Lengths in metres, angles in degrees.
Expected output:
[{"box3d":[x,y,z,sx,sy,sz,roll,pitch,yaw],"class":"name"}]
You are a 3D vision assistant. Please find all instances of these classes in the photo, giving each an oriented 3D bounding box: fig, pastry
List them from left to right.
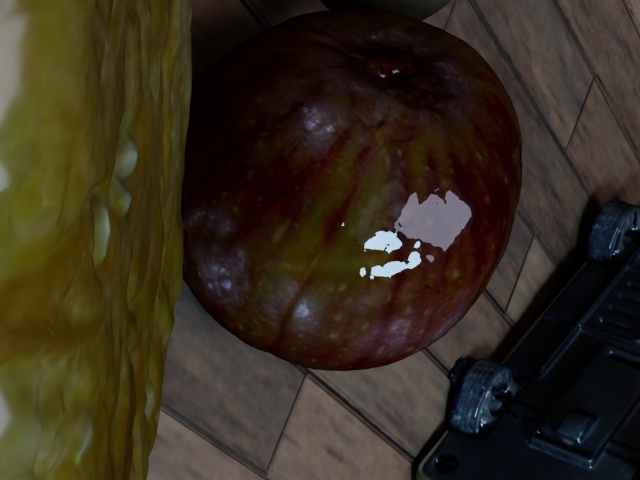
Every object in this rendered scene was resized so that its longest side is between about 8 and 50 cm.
[{"box3d":[-0.141,-0.019,0.556,0.284,0.184,0.315,-75,169,-64],"class":"pastry"},{"box3d":[-0.002,-0.001,0.896,0.175,0.175,0.207,-30,155,-54],"class":"fig"}]

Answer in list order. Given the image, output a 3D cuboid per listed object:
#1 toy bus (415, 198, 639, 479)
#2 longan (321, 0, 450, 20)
[{"box3d":[0.220,0.130,1.354,0.365,0.177,0.202,-44,144,-40],"class":"toy bus"},{"box3d":[0.035,-0.153,0.938,0.113,0.092,0.113,15,90,-88],"class":"longan"}]
